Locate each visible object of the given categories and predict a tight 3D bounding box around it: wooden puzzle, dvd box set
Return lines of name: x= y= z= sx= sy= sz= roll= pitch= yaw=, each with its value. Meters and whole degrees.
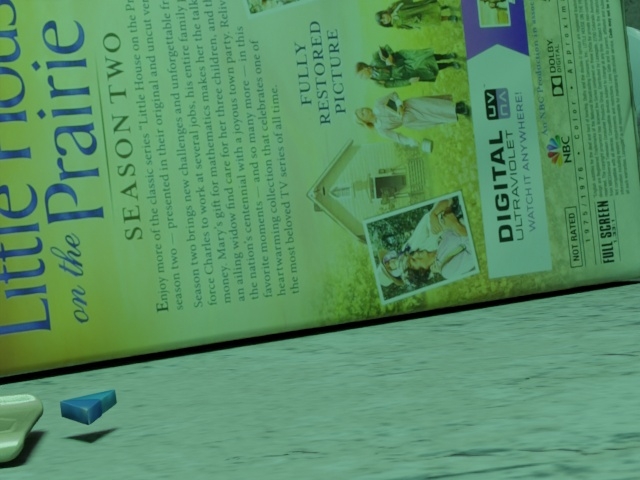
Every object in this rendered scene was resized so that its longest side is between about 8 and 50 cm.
wooden puzzle: x=-0.133 y=0.069 z=0.605 sx=0.116 sy=0.014 sz=0.078 roll=-5 pitch=8 yaw=4
dvd box set: x=-0.021 y=-0.105 z=0.899 sx=0.420 sy=0.307 sz=0.062 roll=-8 pitch=2 yaw=-31

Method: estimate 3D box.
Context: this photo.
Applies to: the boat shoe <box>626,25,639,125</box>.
boat shoe: x=0.165 y=-0.097 z=1.322 sx=0.084 sy=0.095 sz=0.258 roll=-1 pitch=-10 yaw=-45
